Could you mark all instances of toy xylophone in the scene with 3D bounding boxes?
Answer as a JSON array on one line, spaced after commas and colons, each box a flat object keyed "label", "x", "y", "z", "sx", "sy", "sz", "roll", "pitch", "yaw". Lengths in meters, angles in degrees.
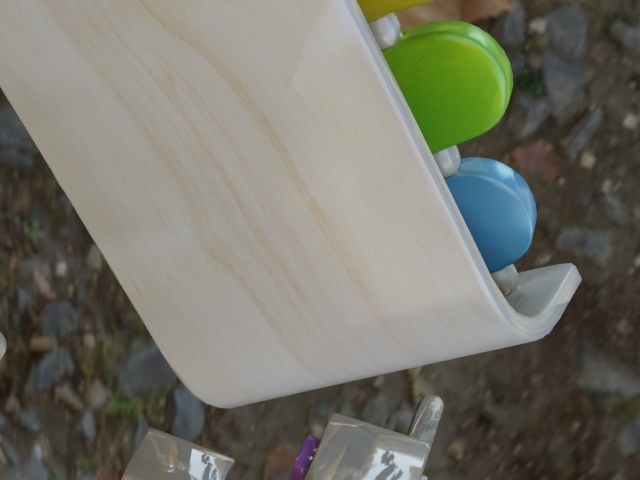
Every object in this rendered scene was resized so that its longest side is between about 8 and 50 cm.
[{"label": "toy xylophone", "x": -0.058, "y": -0.067, "z": 0.557, "sx": 0.236, "sy": 0.322, "sz": 0.081, "roll": -7, "pitch": 32, "yaw": 21}]

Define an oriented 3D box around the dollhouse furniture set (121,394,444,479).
[{"label": "dollhouse furniture set", "x": -0.114, "y": 0.143, "z": 0.910, "sx": 0.303, "sy": 0.286, "sz": 0.198, "roll": 18, "pitch": 33, "yaw": 6}]
